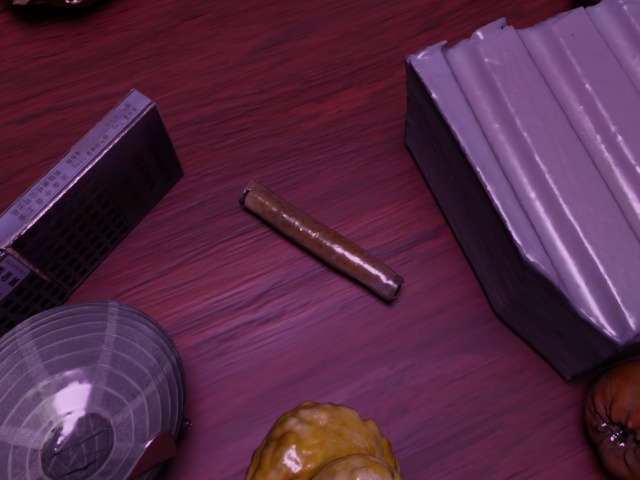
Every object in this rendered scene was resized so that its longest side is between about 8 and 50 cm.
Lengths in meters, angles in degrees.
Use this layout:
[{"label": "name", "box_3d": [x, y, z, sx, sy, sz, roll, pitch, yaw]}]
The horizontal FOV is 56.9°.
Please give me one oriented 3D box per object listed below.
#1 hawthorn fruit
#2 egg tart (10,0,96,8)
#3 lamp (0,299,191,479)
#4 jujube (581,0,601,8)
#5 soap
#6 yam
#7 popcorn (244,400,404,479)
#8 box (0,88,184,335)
[{"label": "hawthorn fruit", "box_3d": [0.393, 0.214, 0.691, 0.189, 0.149, 0.149, 18, 59, -41]}, {"label": "egg tart", "box_3d": [-0.423, -0.471, 0.991, 0.291, 0.107, 0.290, -2, 63, 3]}, {"label": "lamp", "box_3d": [-0.268, 0.193, 0.635, 0.265, 0.233, 0.233, -36, 71, -17]}, {"label": "jujube", "box_3d": [0.548, -0.430, 0.910, 0.308, 0.215, 0.246, 30, 94, 9]}, {"label": "soap", "box_3d": [0.335, -0.067, 0.755, 0.350, 0.213, 0.435, -18, 68, -10]}, {"label": "yam", "box_3d": [0.000, 0.000, 0.817, 0.264, 0.046, 0.046, 33, 71, 13]}, {"label": "popcorn", "box_3d": [0.007, 0.280, 0.615, 0.200, 0.203, 0.226, 44, 55, 6]}, {"label": "box", "box_3d": [-0.313, -0.026, 0.756, 0.047, 0.180, 0.325, 34, 71, 12]}]
